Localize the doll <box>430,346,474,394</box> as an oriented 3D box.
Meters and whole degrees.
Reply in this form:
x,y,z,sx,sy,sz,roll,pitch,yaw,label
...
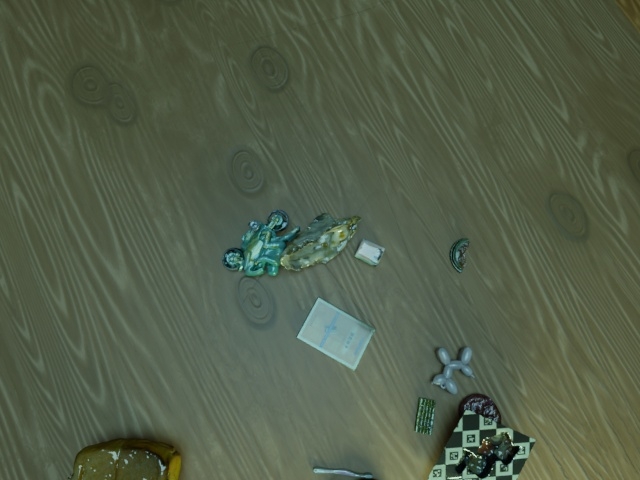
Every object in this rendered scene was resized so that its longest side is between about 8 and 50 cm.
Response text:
x,y,z,sx,sy,sz,roll,pitch,yaw,label
0.468,0.462,1.459,0.160,0.059,0.160,-2,76,-4,doll

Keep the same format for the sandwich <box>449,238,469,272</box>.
x,y,z,sx,sy,sz,roll,pitch,yaw,label
0.532,0.055,1.568,0.067,0.029,0.135,8,78,-1,sandwich

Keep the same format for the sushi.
x,y,z,sx,sy,sz,roll,pitch,yaw,label
0.538,0.737,1.395,0.293,0.059,0.292,24,94,-6,sushi

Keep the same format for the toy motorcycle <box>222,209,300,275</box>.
x,y,z,sx,sy,sz,roll,pitch,yaw,label
-0.205,0.027,1.490,0.198,0.109,0.296,43,86,9,toy motorcycle

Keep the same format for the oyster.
x,y,z,sx,sy,sz,roll,pitch,yaw,label
-0.004,-0.003,1.500,0.341,0.166,0.110,-44,43,-12,oyster

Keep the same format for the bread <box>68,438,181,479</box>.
x,y,z,sx,sy,sz,roll,pitch,yaw,label
-0.613,0.794,1.281,0.327,0.148,0.337,2,79,1,bread

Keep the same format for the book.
x,y,z,sx,sy,sz,roll,pitch,yaw,label
0.056,0.336,1.484,0.241,0.018,0.170,29,77,3,book

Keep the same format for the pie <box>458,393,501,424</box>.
x,y,z,sx,sy,sz,roll,pitch,yaw,label
0.561,0.616,1.442,0.154,0.036,0.155,1,78,-4,pie

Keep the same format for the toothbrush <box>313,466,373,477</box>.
x,y,z,sx,sy,sz,roll,pitch,yaw,label
0.076,0.784,1.383,0.203,0.022,0.017,6,89,-1,toothbrush

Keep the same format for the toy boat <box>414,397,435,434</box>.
x,y,z,sx,sy,sz,roll,pitch,yaw,label
0.369,0.617,1.439,0.063,0.016,0.115,11,77,0,toy boat

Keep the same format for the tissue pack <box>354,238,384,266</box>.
x,y,z,sx,sy,sz,roll,pitch,yaw,label
0.182,0.045,1.535,0.094,0.059,0.074,25,79,3,tissue pack

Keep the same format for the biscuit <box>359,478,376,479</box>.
x,y,z,sx,sy,sz,roll,pitch,yaw,label
0.156,0.893,1.351,0.191,0.049,0.192,1,71,-3,biscuit
